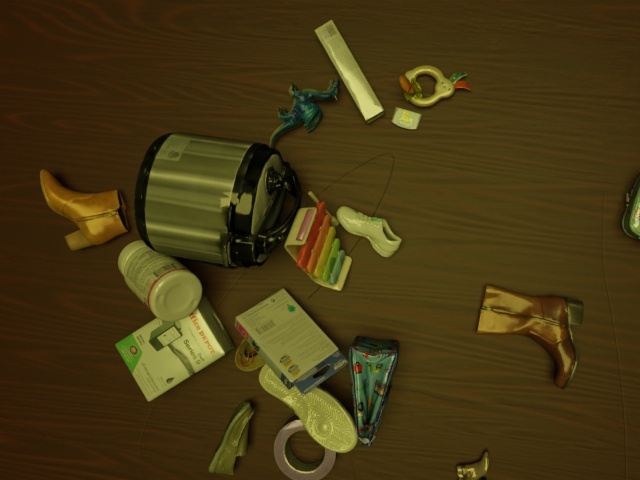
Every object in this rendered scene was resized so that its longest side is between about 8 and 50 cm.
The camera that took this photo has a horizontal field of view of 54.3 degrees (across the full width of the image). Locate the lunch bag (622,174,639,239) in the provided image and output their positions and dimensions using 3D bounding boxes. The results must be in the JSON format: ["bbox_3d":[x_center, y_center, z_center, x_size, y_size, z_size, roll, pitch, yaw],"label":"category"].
[{"bbox_3d":[0.991,-0.077,1.726,0.279,0.108,0.223,18,97,10],"label":"lunch bag"}]

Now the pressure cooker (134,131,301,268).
[{"bbox_3d":[-0.269,-0.107,1.778,0.421,0.375,0.369,8,88,9],"label":"pressure cooker"}]

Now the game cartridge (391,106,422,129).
[{"bbox_3d":[0.259,-0.366,1.883,0.083,0.017,0.055,18,96,8],"label":"game cartridge"}]

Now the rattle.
[{"bbox_3d":[0.338,-0.466,1.815,0.200,0.142,0.130,4,72,14],"label":"rattle"}]

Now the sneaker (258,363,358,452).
[{"bbox_3d":[-0.019,0.477,1.836,0.350,0.148,0.131,41,92,20],"label":"sneaker"}]

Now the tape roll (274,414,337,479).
[{"bbox_3d":[-0.041,0.624,1.885,0.189,0.080,0.188,0,89,8],"label":"tape roll"}]

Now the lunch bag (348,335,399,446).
[{"bbox_3d":[0.143,0.438,1.787,0.138,0.221,0.292,6,90,8],"label":"lunch bag"}]

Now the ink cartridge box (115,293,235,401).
[{"bbox_3d":[-0.445,0.325,1.925,0.289,0.121,0.211,-33,85,6],"label":"ink cartridge box"}]

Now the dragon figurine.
[{"bbox_3d":[-0.047,-0.383,1.893,0.144,0.085,0.289,29,92,8],"label":"dragon figurine"}]

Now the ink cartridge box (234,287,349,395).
[{"bbox_3d":[-0.085,0.299,1.816,0.186,0.065,0.311,-30,61,-32],"label":"ink cartridge box"}]

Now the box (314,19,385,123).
[{"bbox_3d":[0.088,-0.508,1.885,0.067,0.063,0.323,-31,85,8],"label":"box"}]

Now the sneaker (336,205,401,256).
[{"bbox_3d":[0.149,-0.046,1.848,0.212,0.094,0.080,36,52,0],"label":"sneaker"}]

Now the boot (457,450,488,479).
[{"bbox_3d":[0.446,0.672,1.832,0.087,0.042,0.118,6,90,11],"label":"boot"}]

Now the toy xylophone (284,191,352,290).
[{"bbox_3d":[0.000,0.000,1.787,0.081,0.323,0.236,8,73,28],"label":"toy xylophone"}]

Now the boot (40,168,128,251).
[{"bbox_3d":[-0.746,-0.127,1.995,0.211,0.104,0.294,-24,91,2],"label":"boot"}]

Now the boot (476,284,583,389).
[{"bbox_3d":[0.592,0.276,1.788,0.281,0.096,0.263,7,91,9],"label":"boot"}]

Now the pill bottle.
[{"bbox_3d":[-0.485,0.111,1.857,0.283,0.160,0.160,32,95,45],"label":"pill bottle"}]

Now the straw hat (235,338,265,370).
[{"bbox_3d":[-0.211,0.325,1.919,0.061,0.145,0.144,36,96,50],"label":"straw hat"}]

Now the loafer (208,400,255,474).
[{"bbox_3d":[-0.257,0.612,1.920,0.088,0.094,0.251,26,98,-4],"label":"loafer"}]
